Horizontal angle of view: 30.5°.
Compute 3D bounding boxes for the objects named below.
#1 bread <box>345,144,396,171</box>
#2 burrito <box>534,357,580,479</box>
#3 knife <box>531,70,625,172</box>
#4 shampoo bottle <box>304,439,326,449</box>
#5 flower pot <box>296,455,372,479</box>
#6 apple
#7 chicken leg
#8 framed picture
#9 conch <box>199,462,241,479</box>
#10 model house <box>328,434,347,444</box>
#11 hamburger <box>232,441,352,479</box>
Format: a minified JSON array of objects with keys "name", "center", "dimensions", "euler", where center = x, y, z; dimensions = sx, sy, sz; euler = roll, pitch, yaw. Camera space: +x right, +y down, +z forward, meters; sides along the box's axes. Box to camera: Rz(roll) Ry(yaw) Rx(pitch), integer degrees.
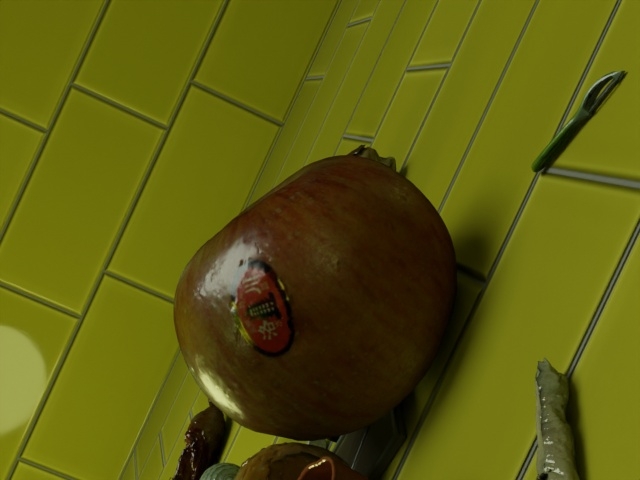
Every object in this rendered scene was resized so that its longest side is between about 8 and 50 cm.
[{"name":"bread","center":[0.000,0.000,2.159],"dimensions":[0.324,0.167,0.277],"euler":[-54,17,48]},{"name":"burrito","center":[0.227,0.184,1.135],"dimensions":[0.185,0.041,0.045],"euler":[-81,-22,-50]},{"name":"knife","center":[0.314,-0.148,1.447],"dimensions":[0.184,0.022,0.026],"euler":[-55,42,38]},{"name":"shampoo bottle","center":[-0.031,0.367,1.902],"dimensions":[0.049,0.034,0.141],"euler":[-87,23,-47]},{"name":"flower pot","center":[0.045,0.349,1.269],"dimensions":[0.190,0.173,0.190],"euler":[-61,13,26]},{"name":"apple","center":[-0.002,0.088,1.610],"dimensions":[0.400,0.333,0.400],"euler":[-35,4,3]},{"name":"chicken leg","center":[-0.267,0.469,2.628],"dimensions":[0.177,0.083,0.322],"euler":[104,-177,-70]},{"name":"framed picture","center":[0.046,0.320,1.682],"dimensions":[0.260,0.023,0.189],"euler":[-61,13,21]},{"name":"conch","center":[-0.164,0.472,2.105],"dimensions":[0.153,0.102,0.135],"euler":[75,-167,-53]},{"name":"model house","center":[0.016,0.222,1.810],"dimensions":[0.152,0.106,0.165],"euler":[42,113,44]},{"name":"hamburger","center":[-0.036,0.366,1.532],"dimensions":[0.108,0.214,0.213],"euler":[-51,19,55]}]
